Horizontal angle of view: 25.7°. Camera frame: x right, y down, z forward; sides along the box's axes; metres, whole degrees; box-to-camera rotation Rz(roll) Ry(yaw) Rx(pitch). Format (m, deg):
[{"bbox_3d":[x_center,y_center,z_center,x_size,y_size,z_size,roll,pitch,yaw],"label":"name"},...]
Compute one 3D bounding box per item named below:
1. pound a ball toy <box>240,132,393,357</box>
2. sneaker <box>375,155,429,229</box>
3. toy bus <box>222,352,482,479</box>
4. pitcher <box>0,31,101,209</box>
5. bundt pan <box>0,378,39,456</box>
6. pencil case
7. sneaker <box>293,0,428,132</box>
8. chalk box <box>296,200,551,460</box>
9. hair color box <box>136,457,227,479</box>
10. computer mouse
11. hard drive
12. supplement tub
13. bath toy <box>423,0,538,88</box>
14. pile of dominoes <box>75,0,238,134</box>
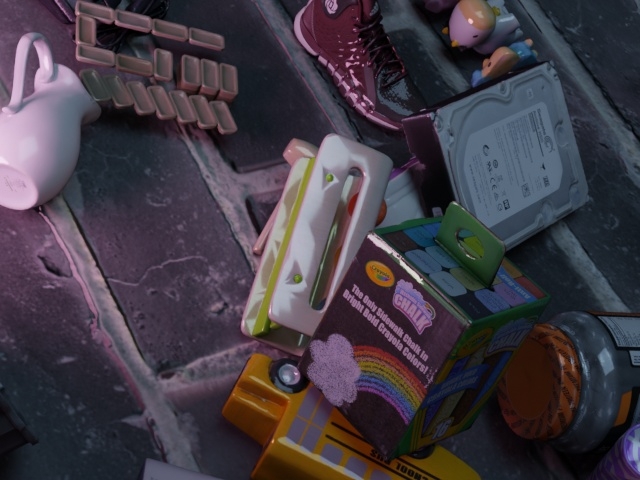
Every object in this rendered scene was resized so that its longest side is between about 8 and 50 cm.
[{"bbox_3d":[0.000,0.000,1.908,0.135,0.208,0.319,23,70,-15],"label":"pound a ball toy"},{"bbox_3d":[0.168,-0.056,2.081,0.305,0.114,0.152,-29,94,-40],"label":"sneaker"},{"bbox_3d":[0.031,0.275,1.748,0.332,0.108,0.130,27,50,-2],"label":"toy bus"},{"bbox_3d":[-0.386,-0.159,1.869,0.125,0.178,0.207,-4,42,24],"label":"pitcher"},{"bbox_3d":[-0.454,0.123,1.545,0.124,0.331,0.331,-34,70,-12],"label":"bundt pan"},{"bbox_3d":[0.399,0.312,1.813,0.086,0.206,0.088,-5,59,-10],"label":"pencil case"},{"bbox_3d":[0.078,-0.304,2.175,0.281,0.162,0.106,44,51,14],"label":"sneaker"},{"bbox_3d":[0.136,0.088,1.685,0.180,0.289,0.179,44,32,26],"label":"chalk box"},{"bbox_3d":[-0.042,0.387,1.583,0.374,0.114,0.185,17,23,-9],"label":"hair color box"},{"bbox_3d":[-0.373,-0.403,2.124,0.272,0.072,0.188,38,50,8],"label":"computer mouse"},{"bbox_3d":[0.269,-0.116,2.069,0.339,0.064,0.237,-26,103,-47],"label":"hard drive"},{"bbox_3d":[0.409,0.193,1.896,0.316,0.193,0.194,4,53,-26],"label":"supplement tub"},{"bbox_3d":[0.226,-0.409,2.351,0.129,0.151,0.348,-33,66,8],"label":"bath toy"},{"bbox_3d":[-0.244,-0.244,2.061,0.251,0.040,0.196,11,51,-21],"label":"pile of dominoes"}]
